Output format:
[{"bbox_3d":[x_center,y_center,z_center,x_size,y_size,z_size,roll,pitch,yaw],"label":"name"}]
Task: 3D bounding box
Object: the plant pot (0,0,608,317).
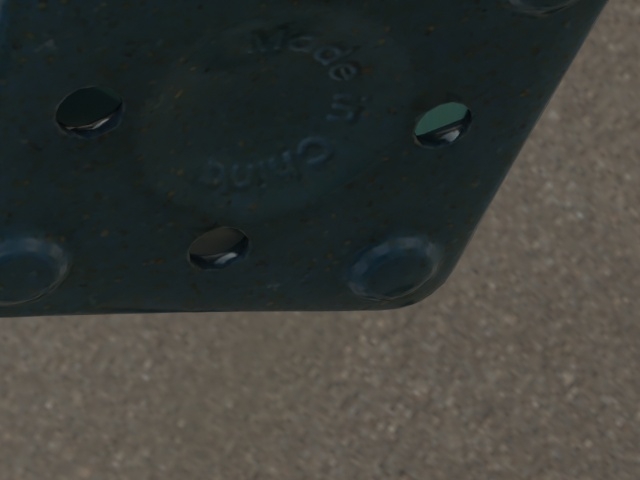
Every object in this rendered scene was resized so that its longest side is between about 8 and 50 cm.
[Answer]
[{"bbox_3d":[-0.044,-0.118,0.471,0.247,0.248,0.252,-64,36,41],"label":"plant pot"}]
